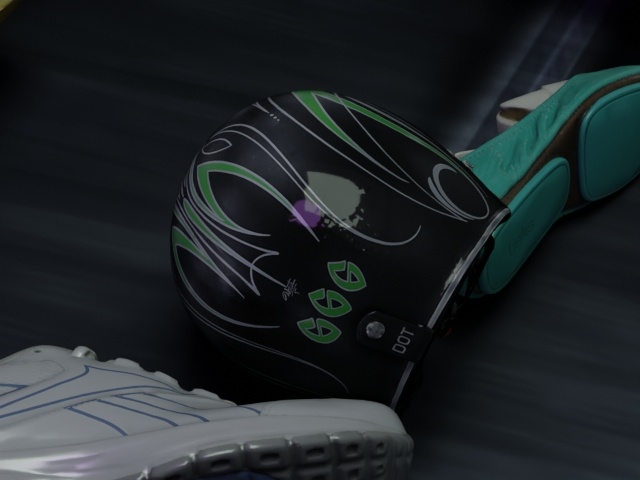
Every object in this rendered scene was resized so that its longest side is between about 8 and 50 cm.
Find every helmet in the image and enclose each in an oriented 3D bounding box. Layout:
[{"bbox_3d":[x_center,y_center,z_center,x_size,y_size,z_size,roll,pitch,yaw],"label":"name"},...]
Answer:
[{"bbox_3d":[0.000,0.000,0.830,0.161,0.169,0.169,29,48,9],"label":"helmet"}]

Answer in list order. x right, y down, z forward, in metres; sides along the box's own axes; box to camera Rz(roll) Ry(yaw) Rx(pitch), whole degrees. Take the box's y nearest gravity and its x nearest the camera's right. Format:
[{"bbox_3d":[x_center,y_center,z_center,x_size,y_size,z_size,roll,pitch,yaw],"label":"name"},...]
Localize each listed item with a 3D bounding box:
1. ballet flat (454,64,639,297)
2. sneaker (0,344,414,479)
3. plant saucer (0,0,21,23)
[{"bbox_3d":[0.129,-0.052,0.968,0.087,0.083,0.247,23,43,32],"label":"ballet flat"},{"bbox_3d":[-0.102,0.099,0.759,0.297,0.111,0.129,-2,41,-14],"label":"sneaker"},{"bbox_3d":[-0.390,-0.112,0.930,0.333,0.081,0.333,25,47,14],"label":"plant saucer"}]
